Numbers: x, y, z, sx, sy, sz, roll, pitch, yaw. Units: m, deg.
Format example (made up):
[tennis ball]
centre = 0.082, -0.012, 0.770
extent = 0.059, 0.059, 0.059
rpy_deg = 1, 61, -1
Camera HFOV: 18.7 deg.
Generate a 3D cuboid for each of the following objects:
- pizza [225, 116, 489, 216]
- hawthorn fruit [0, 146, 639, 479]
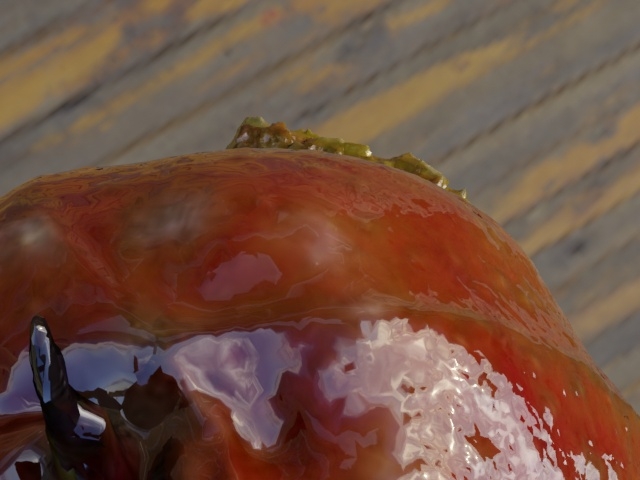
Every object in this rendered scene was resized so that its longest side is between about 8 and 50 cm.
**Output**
[pizza]
centre = -0.001, 0.000, 0.818
extent = 0.134, 0.175, 0.046
rpy_deg = -29, 137, 10
[hawthorn fruit]
centre = -0.023, 0.076, 0.579
extent = 0.254, 0.254, 0.300
rpy_deg = -35, 152, -7
